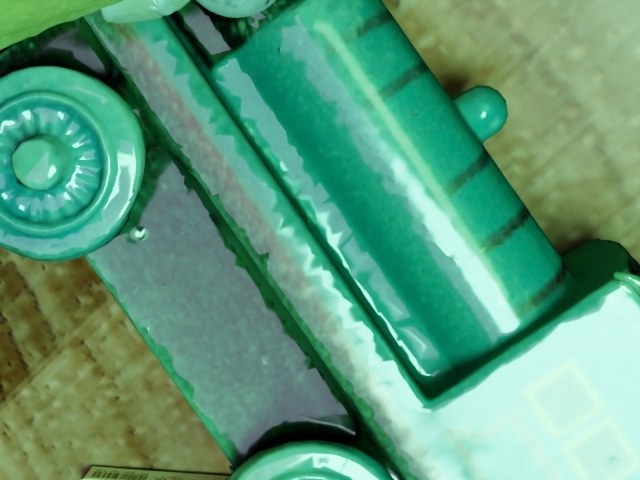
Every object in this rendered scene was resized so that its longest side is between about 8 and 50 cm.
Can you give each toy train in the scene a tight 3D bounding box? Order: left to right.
[{"bbox_3d":[0.000,0.000,0.511,0.194,0.120,0.298,-35,94,8],"label":"toy train"}]

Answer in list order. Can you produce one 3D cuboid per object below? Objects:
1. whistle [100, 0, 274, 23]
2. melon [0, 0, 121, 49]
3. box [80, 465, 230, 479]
[{"bbox_3d":[-0.054,-0.087,0.438,0.100,0.035,0.035,-4,108,-1],"label":"whistle"},{"bbox_3d":[0.007,-0.188,0.381,0.343,0.331,0.226,-24,124,1],"label":"melon"},{"bbox_3d":[-0.062,0.134,0.620,0.093,0.015,0.058,1,111,12],"label":"box"}]
